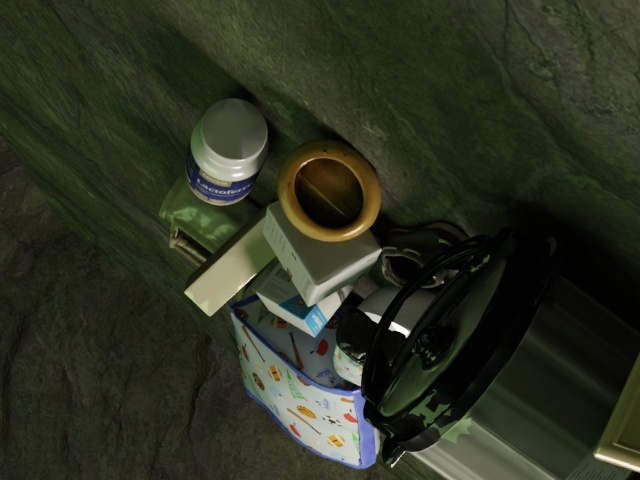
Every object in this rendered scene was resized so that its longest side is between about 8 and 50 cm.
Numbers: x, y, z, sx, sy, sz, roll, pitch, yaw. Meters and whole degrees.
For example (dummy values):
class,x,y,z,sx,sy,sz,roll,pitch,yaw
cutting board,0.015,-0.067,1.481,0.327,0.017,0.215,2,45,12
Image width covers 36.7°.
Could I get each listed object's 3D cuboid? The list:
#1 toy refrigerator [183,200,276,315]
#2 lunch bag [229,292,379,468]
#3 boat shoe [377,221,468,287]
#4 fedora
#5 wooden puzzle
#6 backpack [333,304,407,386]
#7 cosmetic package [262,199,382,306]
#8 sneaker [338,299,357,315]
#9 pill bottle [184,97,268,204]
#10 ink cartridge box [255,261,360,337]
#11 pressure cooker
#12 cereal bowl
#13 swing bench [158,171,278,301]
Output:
class,x,y,z,sx,sy,sz,roll,pitch,yaw
toy refrigerator,-0.178,0.043,2.183,0.094,0.269,0.102,45,-170,-13
lunch bag,-0.004,0.311,2.227,0.385,0.239,0.328,41,152,37
boat shoe,0.164,0.040,1.793,0.112,0.095,0.335,43,162,-7
fedora,0.018,-0.095,1.743,0.194,0.194,0.079,43,-162,-6
wooden puzzle,0.501,0.216,1.267,0.220,0.239,0.044,18,-162,-5
backpack,0.089,0.217,1.876,0.152,0.115,0.182,34,164,12
cosmetic package,0.000,0.000,1.861,0.184,0.151,0.151,58,165,13
sneaker,0.086,0.190,2.333,0.295,0.109,0.124,39,134,21
pill bottle,-0.185,-0.174,1.902,0.153,0.153,0.265,41,162,0
ink cartridge box,-0.015,0.083,2.083,0.148,0.203,0.086,28,160,35
pressure cooker,0.286,0.204,1.469,0.420,0.370,0.375,35,150,-5
cereal bowl,0.236,0.204,1.957,0.339,0.141,0.339,36,161,15
swing bench,-0.247,-0.021,2.366,0.253,0.165,0.255,36,161,15
